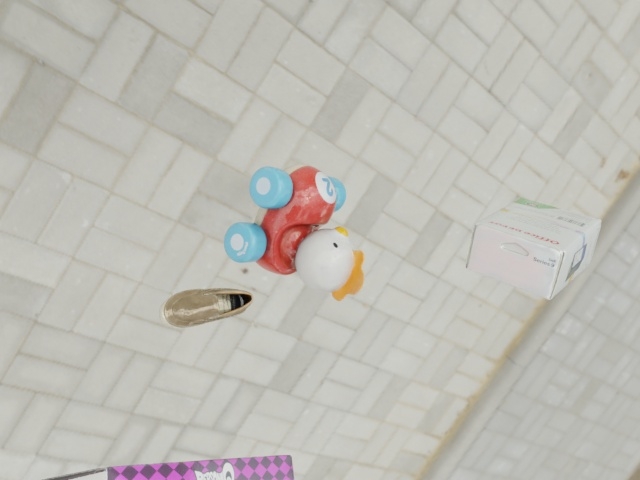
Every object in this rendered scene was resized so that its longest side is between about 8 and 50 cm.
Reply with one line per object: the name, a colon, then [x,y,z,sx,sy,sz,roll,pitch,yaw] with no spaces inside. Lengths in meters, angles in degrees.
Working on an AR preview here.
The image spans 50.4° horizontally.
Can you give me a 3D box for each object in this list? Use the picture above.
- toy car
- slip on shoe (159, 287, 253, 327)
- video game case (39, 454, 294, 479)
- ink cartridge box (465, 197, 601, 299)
toy car: [0.000,0.000,1.206,0.219,0.238,0.210,0,121,-58]
slip on shoe: [-0.154,0.090,0.932,0.136,0.041,0.051,0,78,-40]
video game case: [-0.176,0.247,0.659,0.210,0.041,0.232,-22,155,31]
ink cartridge box: [0.367,0.006,1.164,0.212,0.154,0.093,-21,125,-51]
